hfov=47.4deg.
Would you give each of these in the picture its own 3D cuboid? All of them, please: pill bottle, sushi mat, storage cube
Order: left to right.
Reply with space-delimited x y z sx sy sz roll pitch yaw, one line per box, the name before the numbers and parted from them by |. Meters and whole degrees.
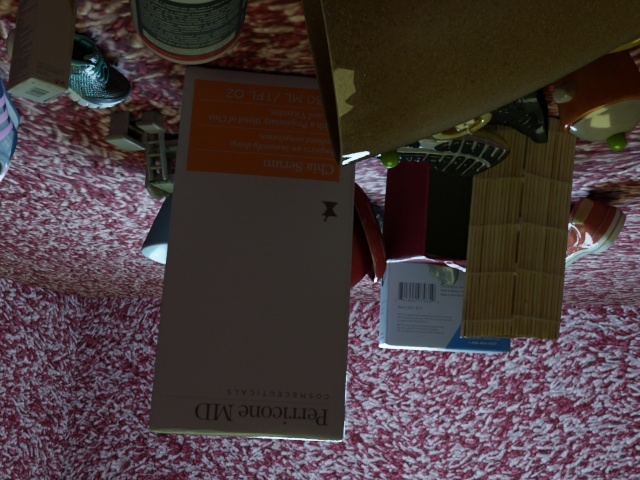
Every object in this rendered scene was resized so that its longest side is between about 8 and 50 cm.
pill bottle | -0.110 -0.231 0.605 0.108 0.108 0.180 5 168 -9
storage cube | 0.213 -0.055 1.120 0.184 0.215 0.193 6 174 -13
sushi mat | 0.277 -0.018 1.015 0.151 0.316 0.019 5 180 -9

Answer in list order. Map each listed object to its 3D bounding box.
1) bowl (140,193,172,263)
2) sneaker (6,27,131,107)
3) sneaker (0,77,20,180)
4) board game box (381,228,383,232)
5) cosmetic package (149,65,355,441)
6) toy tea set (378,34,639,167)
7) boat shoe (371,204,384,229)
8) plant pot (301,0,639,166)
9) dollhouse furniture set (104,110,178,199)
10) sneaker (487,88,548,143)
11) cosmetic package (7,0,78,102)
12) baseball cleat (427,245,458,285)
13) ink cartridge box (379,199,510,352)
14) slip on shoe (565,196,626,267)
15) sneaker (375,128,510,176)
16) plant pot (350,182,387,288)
bowl | -0.177 -0.039 1.393 0.311 0.163 0.311 3 168 1
sneaker | -0.286 -0.209 0.876 0.076 0.065 0.166 -9 164 33
sneaker | -0.489 -0.157 1.001 0.112 0.131 0.319 5 168 -4
board game box | 0.294 -0.006 1.572 0.317 0.046 0.213 -9 167 14
cosmetic package | -0.078 0.020 0.944 0.230 0.453 0.161 3 167 -4
toy tea set | 0.201 -0.137 0.752 0.336 0.124 0.200 -17 166 12
boat shoe | 0.106 -0.052 1.531 0.056 0.049 0.152 19 178 21
plant pot | 0.114 -0.195 0.525 0.254 0.237 0.237 -12 168 -1
dollhouse furniture set | -0.208 -0.131 1.117 0.182 0.101 0.161 -2 167 25
sneaker | 0.242 -0.171 0.939 0.089 0.051 0.170 -2 162 23
cosmetic package | -0.286 -0.207 0.752 0.060 0.115 0.041 -7 165 43
baseball cleat | 0.208 -0.029 1.259 0.109 0.206 0.072 -29 -170 -29
ink cartridge box | 0.228 0.049 1.351 0.223 0.307 0.129 3 170 -1
slip on shoe | 0.496 -0.018 1.476 0.101 0.123 0.331 30 170 2
sneaker | 0.153 -0.149 0.954 0.208 0.094 0.081 11 152 -15
plant pot | 0.000 0.000 1.133 0.174 0.191 0.191 -20 169 -5
